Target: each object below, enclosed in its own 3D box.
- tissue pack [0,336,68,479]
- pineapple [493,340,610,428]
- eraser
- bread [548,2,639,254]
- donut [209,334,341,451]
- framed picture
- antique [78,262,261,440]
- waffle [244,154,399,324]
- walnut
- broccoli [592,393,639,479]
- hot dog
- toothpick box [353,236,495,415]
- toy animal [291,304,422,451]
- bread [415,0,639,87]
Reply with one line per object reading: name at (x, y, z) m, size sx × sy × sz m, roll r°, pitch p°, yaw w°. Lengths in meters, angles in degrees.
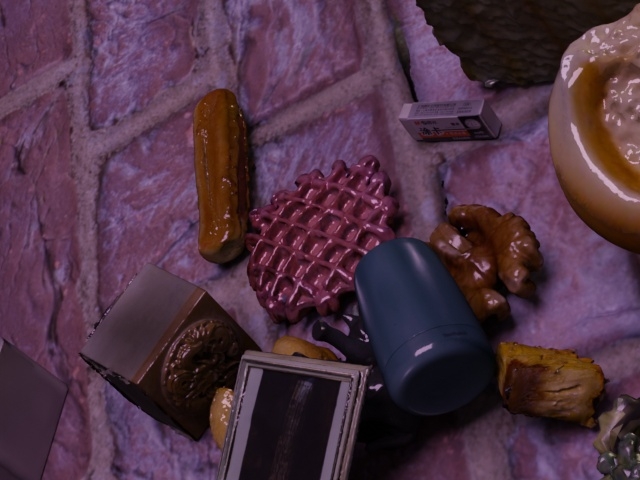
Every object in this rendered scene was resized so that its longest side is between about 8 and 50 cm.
tissue pack at (-0.482, 0.234, 2.106) m, size 0.246 × 0.136 × 0.159 m, roll -8°, pitch 53°, yaw 31°
pineapple at (0.225, 0.151, 1.683) m, size 0.137 × 0.116 × 0.069 m, roll 16°, pitch 106°, yaw 40°
eraser at (0.161, -0.150, 2.005) m, size 0.122 × 0.052 × 0.029 m, roll 0°, pitch 57°, yaw 36°
bread at (0.447, -0.147, 1.639) m, size 0.424 × 0.245 × 0.329 m, roll -22°, pitch 84°, yaw 23°
donut at (-0.051, 0.195, 1.869) m, size 0.181 × 0.078 × 0.146 m, roll -34°, pitch 41°, yaw 10°
framed picture at (-0.049, 0.267, 1.742) m, size 0.231 × 0.018 × 0.293 m, roll 1°, pitch 77°, yaw 52°
antique at (-0.179, 0.139, 1.956) m, size 0.148 × 0.146 × 0.152 m, roll 22°, pitch 71°, yaw 42°
waffle at (0.000, 0.000, 2.001) m, size 0.221 × 0.055 × 0.234 m, roll -23°, pitch 47°, yaw 20°
walnut at (0.185, 0.030, 1.833) m, size 0.143 × 0.069 × 0.170 m, roll -46°, pitch 40°, yaw 3°
broccoli at (0.389, 0.242, 1.351) m, size 0.272 × 0.324 × 0.334 m, roll -38°, pitch -4°, yaw 35°
hot dog at (-0.134, -0.086, 2.163) m, size 0.088 × 0.061 × 0.285 m, roll -21°, pitch 48°, yaw 26°
toothpick box at (0.105, 0.088, 1.743) m, size 0.120 × 0.120 × 0.184 m, roll -32°, pitch 49°, yaw 11°
toy animal at (0.042, 0.134, 1.814) m, size 0.269 × 0.137 × 0.082 m, roll -100°, pitch 32°, yaw -45°
bread at (0.324, -0.352, 1.915) m, size 0.395 × 0.239 × 0.264 m, roll -4°, pitch 55°, yaw 31°
